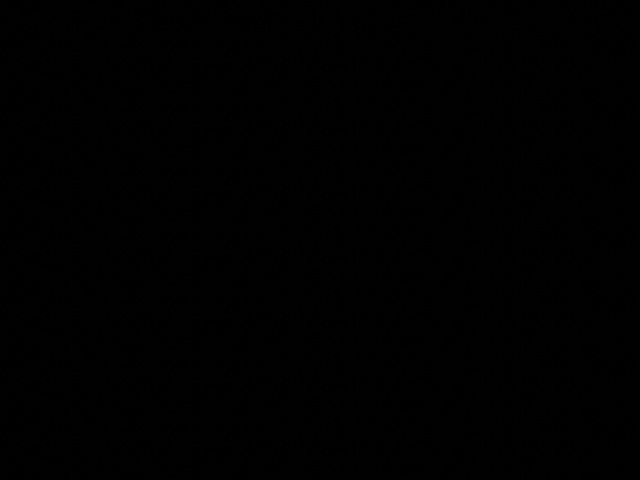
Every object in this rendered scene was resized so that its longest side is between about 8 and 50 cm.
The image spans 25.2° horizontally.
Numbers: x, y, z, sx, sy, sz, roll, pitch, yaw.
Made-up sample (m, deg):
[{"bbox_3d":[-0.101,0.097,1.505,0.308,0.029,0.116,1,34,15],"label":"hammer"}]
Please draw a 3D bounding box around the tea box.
[{"bbox_3d":[0.000,0.000,0.145,0.323,0.329,0.220,21,105,20],"label":"tea box"}]
